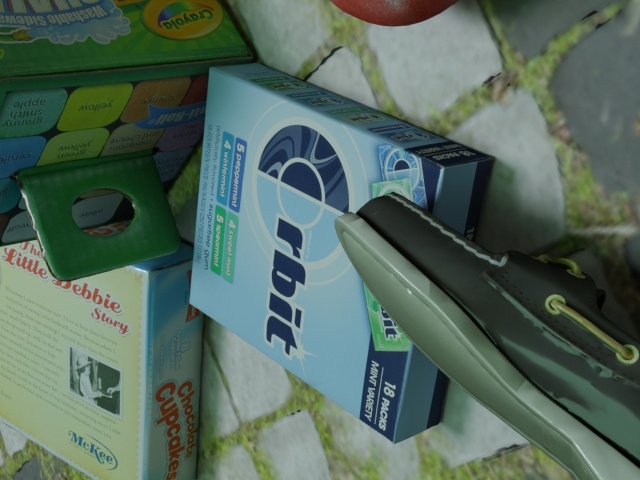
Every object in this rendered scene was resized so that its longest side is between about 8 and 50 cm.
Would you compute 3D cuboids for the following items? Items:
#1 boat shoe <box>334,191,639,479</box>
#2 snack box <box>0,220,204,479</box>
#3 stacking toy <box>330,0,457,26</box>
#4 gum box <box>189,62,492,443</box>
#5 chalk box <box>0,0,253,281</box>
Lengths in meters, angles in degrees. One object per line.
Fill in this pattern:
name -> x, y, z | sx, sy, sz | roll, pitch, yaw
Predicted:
boat shoe -> 0.101, 0.050, 0.437 | 0.228, 0.069, 0.081 | 43, 169, 23
snack box -> -0.225, 0.054, 0.796 | 0.322, 0.060, 0.187 | 20, 116, 34
stacking toy -> 0.110, -0.205, 0.383 | 0.309, 0.130, 0.279 | 15, 85, 43
gum box -> 0.000, 0.000, 0.574 | 0.184, 0.041, 0.156 | 29, 120, 40
chalk box -> -0.179, -0.113, 0.644 | 0.289, 0.180, 0.179 | 59, 137, 18
